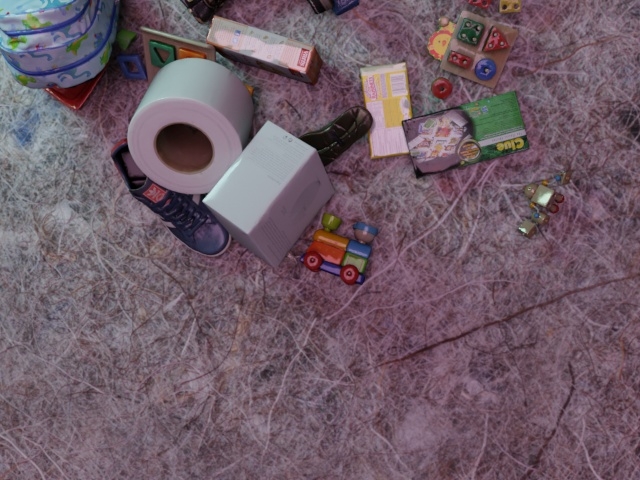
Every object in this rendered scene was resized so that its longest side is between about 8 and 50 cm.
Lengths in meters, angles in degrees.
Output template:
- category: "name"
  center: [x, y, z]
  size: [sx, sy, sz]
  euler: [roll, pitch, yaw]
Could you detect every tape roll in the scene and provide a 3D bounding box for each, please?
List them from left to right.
- category: "tape roll"
  center: [-0.275, -0.244, 1.657]
  size: [0.246, 0.169, 0.246]
  euler: [4, 131, 4]

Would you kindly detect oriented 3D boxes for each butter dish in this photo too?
- category: "butter dish"
  center: [-0.603, -0.411, 1.786]
  size: [0.159, 0.118, 0.160]
  euler: [36, 97, 5]

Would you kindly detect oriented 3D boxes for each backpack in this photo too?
- category: "backpack"
  center: [-0.571, -0.483, 1.639]
  size: [0.290, 0.273, 0.356]
  euler: [-3, 67, -5]

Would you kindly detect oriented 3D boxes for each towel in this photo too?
- category: "towel"
  center: [0.035, -0.574, 1.737]
  size: [0.067, 0.029, 0.120]
  euler: [-28, 90, 9]

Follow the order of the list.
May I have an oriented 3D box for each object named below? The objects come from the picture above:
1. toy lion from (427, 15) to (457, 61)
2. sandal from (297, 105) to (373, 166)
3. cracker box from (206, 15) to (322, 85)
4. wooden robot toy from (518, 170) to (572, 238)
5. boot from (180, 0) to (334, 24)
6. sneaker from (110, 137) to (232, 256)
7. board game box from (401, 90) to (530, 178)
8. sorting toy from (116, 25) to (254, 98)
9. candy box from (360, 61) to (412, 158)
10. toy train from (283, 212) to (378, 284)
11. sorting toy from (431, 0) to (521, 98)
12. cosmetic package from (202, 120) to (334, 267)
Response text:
- category: "toy lion"
  center: [0.291, -0.445, 1.713]
  size: [0.100, 0.034, 0.096]
  euler: [12, 102, 6]
- category: "sandal"
  center: [0.024, -0.235, 1.738]
  size: [0.219, 0.060, 0.090]
  euler: [-34, 104, 23]
- category: "cracker box"
  center: [-0.120, -0.417, 1.702]
  size: [0.232, 0.156, 0.067]
  euler: [18, 93, 6]
- category: "wooden robot toy"
  center: [0.482, -0.092, 1.702]
  size: [0.079, 0.076, 0.173]
  euler: [35, 99, 40]
- category: "boot"
  center: [-0.168, -0.582, 1.698]
  size: [0.284, 0.138, 0.377]
  euler: [-37, 78, 8]
- category: "sneaker"
  center: [-0.350, -0.095, 1.755]
  size: [0.350, 0.148, 0.131]
  euler: [44, 97, 3]
- category: "board game box"
  center: [0.321, -0.234, 1.707]
  size: [0.259, 0.030, 0.136]
  euler: [-14, 89, 2]
- category: "sorting toy"
  center: [-0.315, -0.370, 1.715]
  size: [0.347, 0.196, 0.047]
  euler: [18, 52, 13]
- category: "candy box"
  center: [0.154, -0.292, 1.739]
  size: [0.105, 0.027, 0.206]
  euler: [-6, 92, 8]
- category: "toy train"
  center: [0.000, 0.000, 1.745]
  size: [0.248, 0.105, 0.143]
  euler: [20, 85, 6]
- category: "sorting toy"
  center: [0.350, -0.423, 1.673]
  size: [0.132, 0.046, 0.275]
  euler: [20, 108, -2]
- category: "cosmetic package"
  center: [-0.105, -0.093, 1.648]
  size: [0.138, 0.224, 0.225]
  euler: [33, 79, 21]
